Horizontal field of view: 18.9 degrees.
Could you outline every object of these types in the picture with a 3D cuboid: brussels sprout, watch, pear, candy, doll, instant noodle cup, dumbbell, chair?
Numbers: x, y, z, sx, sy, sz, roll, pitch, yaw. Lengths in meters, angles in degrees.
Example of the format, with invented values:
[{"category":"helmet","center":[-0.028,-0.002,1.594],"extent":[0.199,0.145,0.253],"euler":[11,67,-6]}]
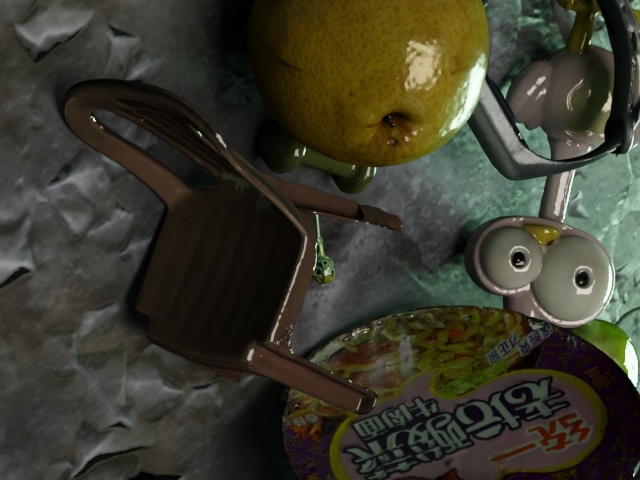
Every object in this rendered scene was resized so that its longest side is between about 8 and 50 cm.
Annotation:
[{"category":"brussels sprout","center":[0.246,0.160,1.983],"extent":[0.181,0.161,0.143],"euler":[-20,82,-17]},{"category":"watch","center":[0.222,-0.161,1.824],"extent":[0.193,0.068,0.206],"euler":[-33,98,-6]},{"category":"pear","center":[0.044,-0.158,1.603],"extent":[0.209,0.209,0.208],"euler":[-19,118,-39]},{"category":"candy","center":[0.000,0.000,1.765],"extent":[0.025,0.023,0.083],"euler":[-55,142,-68]},{"category":"doll","center":[0.240,-0.061,1.916],"extent":[0.160,0.094,0.365],"euler":[13,91,-21]},{"category":"instant noodle cup","center":[0.130,0.261,1.804],"extent":[0.340,0.340,0.266],"euler":[-32,138,-32]},{"category":"dumbbell","center":[-0.002,-0.075,1.710],"extent":[0.118,0.052,0.046],"euler":[15,121,-46]},{"category":"chair","center":[-0.083,0.009,1.575],"extent":[0.326,0.176,0.183],"euler":[26,79,-50]}]
